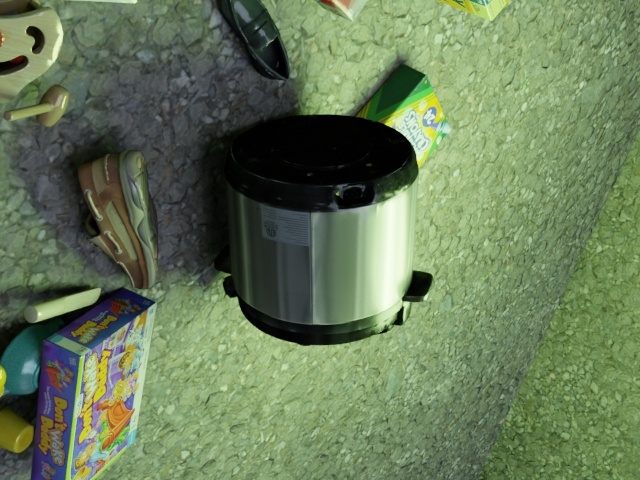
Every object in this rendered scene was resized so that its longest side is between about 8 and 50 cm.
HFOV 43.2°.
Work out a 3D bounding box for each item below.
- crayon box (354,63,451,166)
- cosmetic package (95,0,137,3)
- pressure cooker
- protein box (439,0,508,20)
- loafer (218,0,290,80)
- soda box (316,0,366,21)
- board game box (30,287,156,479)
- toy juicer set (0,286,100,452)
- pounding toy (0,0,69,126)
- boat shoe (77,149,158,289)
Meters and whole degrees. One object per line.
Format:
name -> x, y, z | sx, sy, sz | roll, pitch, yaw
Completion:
crayon box -> 0.140, -0.205, 1.810 | 0.323, 0.083, 0.203 | -49, 142, -7
cosmetic package -> -0.340, -0.410, 1.050 | 0.152, 0.184, 0.151 | -13, 126, -42
pressure cooker -> -0.003, 0.003, 1.567 | 0.376, 0.370, 0.420 | -17, 123, -26
protein box -> 0.308, -0.579, 1.606 | 0.199, 0.201, 0.136 | -49, 142, -7
loafer -> -0.109, -0.370, 1.417 | 0.076, 0.078, 0.223 | -45, 142, -13
soda box -> 0.084, -0.543, 1.482 | 0.263, 0.092, 0.083 | -57, 142, 3
board game box -> -0.424, 0.292, 1.510 | 0.233, 0.078, 0.347 | -42, 150, -60
toy juicer set -> -0.520, 0.203, 1.383 | 0.328, 0.090, 0.209 | -65, 163, -6
pounding toy -> -0.428, -0.262, 1.092 | 0.154, 0.155, 0.270 | -56, 145, 7
boat shoe -> -0.349, -0.031, 1.409 | 0.117, 0.123, 0.324 | -4, 138, -6
